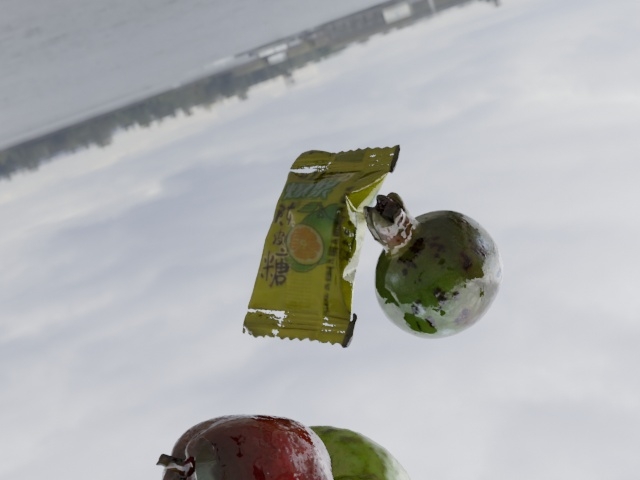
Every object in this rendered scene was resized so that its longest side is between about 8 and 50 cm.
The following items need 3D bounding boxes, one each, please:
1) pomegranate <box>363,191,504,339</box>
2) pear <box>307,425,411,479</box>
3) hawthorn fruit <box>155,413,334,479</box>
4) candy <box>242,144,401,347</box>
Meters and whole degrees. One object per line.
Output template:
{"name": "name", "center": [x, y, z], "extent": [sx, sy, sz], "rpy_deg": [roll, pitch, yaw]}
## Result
{"name": "pomegranate", "center": [0.143, 0.026, 1.515], "extent": [0.179, 0.211, 0.179], "rpy_deg": [-33, 175, -3]}
{"name": "pear", "center": [-0.005, 0.449, 1.604], "extent": [0.391, 0.391, 0.391], "rpy_deg": [-19, -170, 3]}
{"name": "hawthorn fruit", "center": [-0.083, 0.259, 1.148], "extent": [0.185, 0.202, 0.185], "rpy_deg": [-31, -137, 33]}
{"name": "candy", "center": [0.000, 0.000, 1.578], "extent": [0.187, 0.297, 0.081], "rpy_deg": [3, 156, 33]}
